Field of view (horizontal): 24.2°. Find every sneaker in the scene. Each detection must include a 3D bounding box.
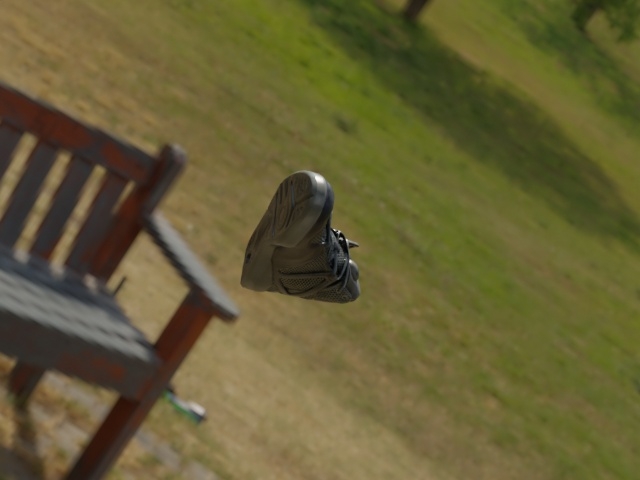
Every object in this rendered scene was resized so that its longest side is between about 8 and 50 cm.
[{"bbox_3d":[0.000,0.000,1.644,0.130,0.227,0.087,13,58,-12],"label":"sneaker"}]
